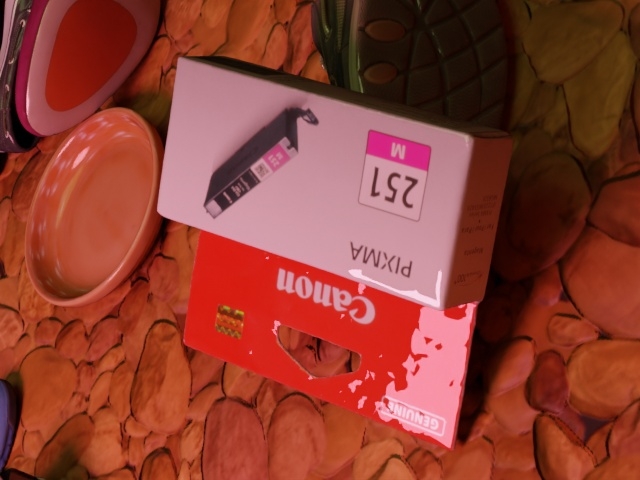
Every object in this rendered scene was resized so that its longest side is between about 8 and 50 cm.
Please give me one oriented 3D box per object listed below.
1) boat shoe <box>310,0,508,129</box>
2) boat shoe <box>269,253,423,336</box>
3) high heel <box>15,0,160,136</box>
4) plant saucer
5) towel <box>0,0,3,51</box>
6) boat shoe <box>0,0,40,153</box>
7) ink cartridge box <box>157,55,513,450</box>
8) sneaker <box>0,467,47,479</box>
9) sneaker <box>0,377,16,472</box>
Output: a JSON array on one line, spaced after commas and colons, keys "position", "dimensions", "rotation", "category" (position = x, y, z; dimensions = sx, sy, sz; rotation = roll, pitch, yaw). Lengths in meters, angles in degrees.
[{"position": [0.063, -0.175, 1.394], "dimensions": [0.130, 0.132, 0.355], "rotation": [136, 138, -62], "category": "boat shoe"}, {"position": [0.000, 0.000, 1.379], "dimensions": [0.102, 0.092, 0.285], "rotation": [-58, 41, 8], "category": "boat shoe"}, {"position": [-0.240, -0.275, 1.762], "dimensions": [0.181, 0.127, 0.377], "rotation": [8, 67, 48], "category": "high heel"}, {"position": [-0.209, -0.029, 1.668], "dimensions": [0.200, 0.037, 0.200], "rotation": [-22, 57, 39], "category": "plant saucer"}, {"position": [-0.446, -0.163, 1.965], "dimensions": [0.228, 0.076, 0.308], "rotation": [-30, 52, 35], "category": "towel"}, {"position": [-0.292, -0.197, 1.813], "dimensions": [0.076, 0.080, 0.228], "rotation": [18, 87, 44], "category": "boat shoe"}, {"position": [-0.005, 0.006, 1.290], "dimensions": [0.275, 0.060, 0.238], "rotation": [18, 105, 35], "category": "ink cartridge box"}, {"position": [-0.343, 0.269, 1.594], "dimensions": [0.282, 0.099, 0.153], "rotation": [11, 81, 29], "category": "sneaker"}, {"position": [-0.364, 0.224, 1.685], "dimensions": [0.069, 0.082, 0.209], "rotation": [29, 92, 52], "category": "sneaker"}]
